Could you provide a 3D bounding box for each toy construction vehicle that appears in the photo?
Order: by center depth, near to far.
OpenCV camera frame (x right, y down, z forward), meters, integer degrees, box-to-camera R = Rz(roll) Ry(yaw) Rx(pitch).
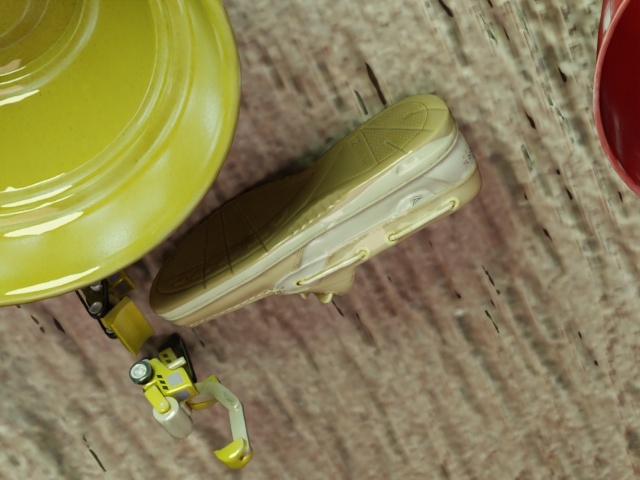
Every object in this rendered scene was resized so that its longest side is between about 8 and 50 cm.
[{"bbox_3d":[-0.073,0.059,0.922,0.035,0.098,0.086,-35,141,-3],"label":"toy construction vehicle"}]

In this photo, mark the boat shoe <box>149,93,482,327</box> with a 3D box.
[{"bbox_3d":[0.000,0.000,0.896,0.170,0.063,0.059,-30,122,14],"label":"boat shoe"}]

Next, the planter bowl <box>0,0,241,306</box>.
[{"bbox_3d":[-0.145,-0.081,0.785,0.217,0.090,0.217,-5,129,-6],"label":"planter bowl"}]

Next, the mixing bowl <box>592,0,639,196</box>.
[{"bbox_3d":[0.195,-0.103,0.822,0.181,0.098,0.181,-5,131,-6],"label":"mixing bowl"}]
